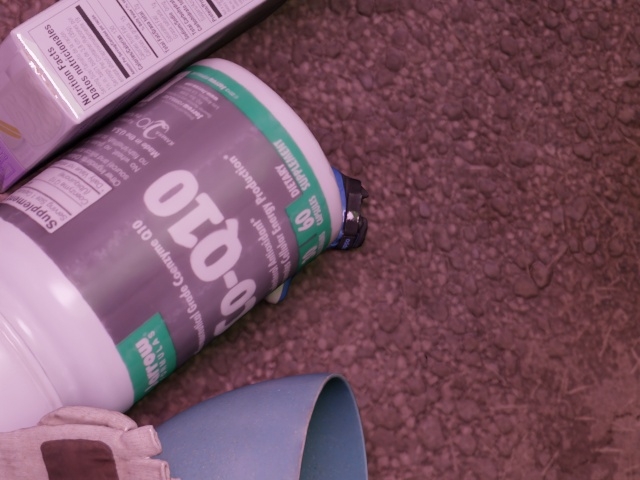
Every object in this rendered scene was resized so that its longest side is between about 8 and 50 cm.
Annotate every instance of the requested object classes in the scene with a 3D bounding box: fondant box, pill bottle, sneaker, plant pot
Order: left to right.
[{"bbox_3d":[-0.173,0.022,1.461,0.361,0.204,0.204,-39,94,-21],"label":"pill bottle"},{"bbox_3d":[-0.149,-0.188,1.515,0.330,0.238,0.096,-36,94,-28],"label":"fondant box"},{"bbox_3d":[-0.081,0.254,1.437,0.195,0.290,0.290,0,73,14],"label":"plant pot"},{"bbox_3d":[0.000,0.000,1.635,0.084,0.058,0.152,21,62,-9],"label":"sneaker"}]

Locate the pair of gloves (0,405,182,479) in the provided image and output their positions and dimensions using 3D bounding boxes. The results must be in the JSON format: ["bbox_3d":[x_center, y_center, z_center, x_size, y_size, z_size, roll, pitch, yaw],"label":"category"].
[{"bbox_3d":[-0.176,0.239,1.319,0.042,0.204,0.240,-37,115,-60],"label":"pair of gloves"}]
